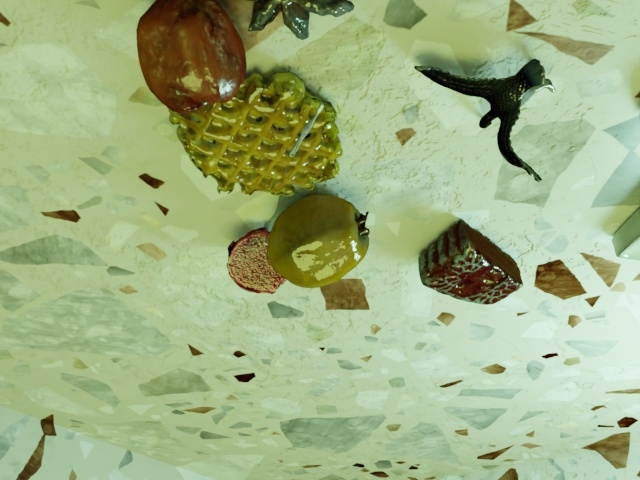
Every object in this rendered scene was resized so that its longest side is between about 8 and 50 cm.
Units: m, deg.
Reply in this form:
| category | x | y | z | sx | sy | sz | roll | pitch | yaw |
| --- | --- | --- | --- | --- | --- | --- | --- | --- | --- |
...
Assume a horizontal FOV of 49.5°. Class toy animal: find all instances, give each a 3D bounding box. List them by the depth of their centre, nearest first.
| category | x | y | z | sx | sy | sz | roll | pitch | yaw |
| --- | --- | --- | --- | --- | --- | --- | --- | --- | --- |
| toy animal | 0.317 | -0.223 | 1.170 | 0.160 | 0.272 | 0.197 | -37 | 170 | 20 |

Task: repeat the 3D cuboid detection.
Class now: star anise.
| category | x | y | z | sx | sy | sz | roll | pitch | yaw |
| --- | --- | --- | --- | --- | --- | --- | --- | --- | --- |
| star anise | -0.050 | -0.362 | 1.032 | 0.208 | 0.063 | 0.172 | 6 | 146 | -7 |

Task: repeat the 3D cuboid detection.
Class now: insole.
| category | x | y | z | sx | sy | sz | roll | pitch | yaw |
| --- | --- | --- | --- | --- | --- | --- | --- | --- | --- |
| insole | -0.079 | -0.049 | 1.526 | 0.065 | 0.004 | 0.197 | 8 | 144 | -9 |

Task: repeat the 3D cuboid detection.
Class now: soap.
| category | x | y | z | sx | sy | sz | roll | pitch | yaw |
| --- | --- | --- | --- | --- | --- | --- | --- | --- | --- |
| soap | 0.725 | -0.025 | 1.482 | 0.121 | 0.064 | 0.183 | 8 | 145 | -10 |

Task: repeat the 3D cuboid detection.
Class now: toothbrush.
| category | x | y | z | sx | sy | sz | roll | pitch | yaw |
| --- | --- | --- | --- | --- | --- | --- | --- | --- | --- |
| toothbrush | -0.025 | -0.190 | 1.204 | 0.011 | 0.013 | 0.131 | 26 | 132 | -12 |

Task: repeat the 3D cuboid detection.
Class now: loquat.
| category | x | y | z | sx | sy | sz | roll | pitch | yaw |
| --- | --- | --- | --- | --- | --- | --- | --- | --- | --- |
| loquat | 0.000 | 0.000 | 1.446 | 0.234 | 0.176 | 0.187 | -29 | 138 | 9 |

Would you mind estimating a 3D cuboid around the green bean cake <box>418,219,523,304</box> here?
| category | x | y | z | sx | sy | sz | roll | pitch | yaw |
| --- | --- | --- | --- | --- | --- | --- | --- | --- | --- |
| green bean cake | 0.356 | 0.062 | 1.588 | 0.232 | 0.097 | 0.198 | 21 | 140 | -24 |

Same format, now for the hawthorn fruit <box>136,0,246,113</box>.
| category | x | y | z | sx | sy | sz | roll | pitch | yaw |
| --- | --- | --- | --- | --- | --- | --- | --- | --- | --- |
| hawthorn fruit | -0.202 | -0.283 | 1.066 | 0.173 | 0.173 | 0.179 | -19 | 141 | 26 |

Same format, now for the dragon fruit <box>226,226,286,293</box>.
| category | x | y | z | sx | sy | sz | roll | pitch | yaw |
| --- | --- | --- | --- | --- | --- | --- | --- | --- | --- |
| dragon fruit | -0.145 | 0.037 | 1.581 | 0.153 | 0.111 | 0.153 | -3 | 103 | -11 |

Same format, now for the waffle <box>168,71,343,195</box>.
| category | x | y | z | sx | sy | sz | roll | pitch | yaw |
| --- | --- | --- | --- | --- | --- | --- | --- | --- | --- |
| waffle | -0.109 | -0.188 | 1.277 | 0.302 | 0.068 | 0.325 | -8 | 145 | 14 |
